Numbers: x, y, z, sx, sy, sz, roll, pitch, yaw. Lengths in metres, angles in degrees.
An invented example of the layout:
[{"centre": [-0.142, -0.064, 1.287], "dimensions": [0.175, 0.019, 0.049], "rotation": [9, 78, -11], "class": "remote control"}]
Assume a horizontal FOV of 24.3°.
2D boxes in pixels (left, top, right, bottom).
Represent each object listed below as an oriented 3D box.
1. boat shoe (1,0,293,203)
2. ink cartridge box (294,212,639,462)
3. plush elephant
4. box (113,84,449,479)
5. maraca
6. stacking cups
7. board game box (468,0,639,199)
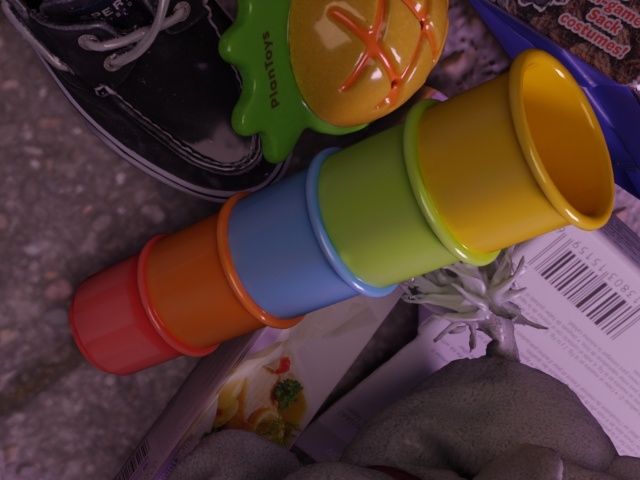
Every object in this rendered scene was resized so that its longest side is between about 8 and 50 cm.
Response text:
[{"centre": [-0.117, -0.135, 0.811], "dimensions": [0.108, 0.102, 0.301], "rotation": [-38, 108, -3], "class": "boat shoe"}, {"centre": [0.160, 0.123, 0.962], "dimensions": [0.275, 0.060, 0.239], "rotation": [40, 115, -18], "class": "ink cartridge box"}, {"centre": [0.057, 0.184, 0.800], "dimensions": [0.255, 0.272, 0.330], "rotation": [-33, 110, -38], "class": "plush elephant"}, {"centre": [-0.012, 0.052, 0.898], "dimensions": [0.063, 0.067, 0.324], "rotation": [35, 91, -19], "class": "box"}, {"centre": [0.007, -0.116, 0.826], "dimensions": [0.186, 0.099, 0.127], "rotation": [-36, 123, -45], "class": "maraca"}, {"centre": [0.000, 0.000, 0.805], "dimensions": [0.316, 0.096, 0.096], "rotation": [-23, 112, 34], "class": "stacking cups"}, {"centre": [0.254, -0.167, 0.824], "dimensions": [0.291, 0.141, 0.232], "rotation": [-49, 141, 0], "class": "board game box"}]
